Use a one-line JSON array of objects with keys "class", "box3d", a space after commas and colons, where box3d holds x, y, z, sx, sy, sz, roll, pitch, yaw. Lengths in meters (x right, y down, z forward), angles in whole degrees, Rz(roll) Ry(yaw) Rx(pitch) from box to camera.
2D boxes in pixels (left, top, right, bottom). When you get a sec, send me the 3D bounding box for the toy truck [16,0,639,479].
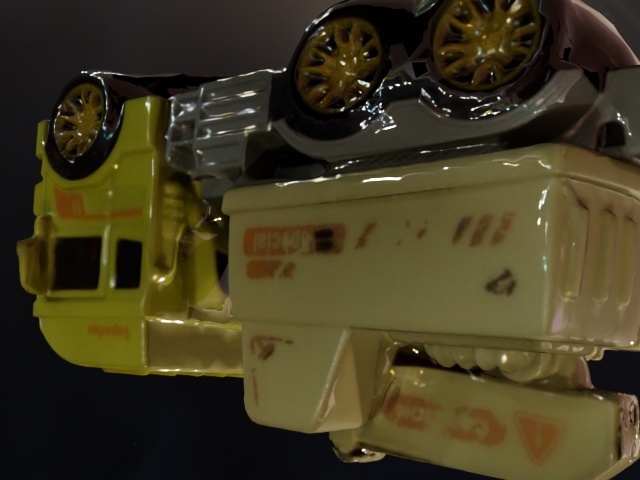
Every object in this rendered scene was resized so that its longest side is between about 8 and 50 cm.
[{"class": "toy truck", "box3d": [0.000, 0.000, 0.443, 0.180, 0.405, 0.254, 21, -109, -54]}]
